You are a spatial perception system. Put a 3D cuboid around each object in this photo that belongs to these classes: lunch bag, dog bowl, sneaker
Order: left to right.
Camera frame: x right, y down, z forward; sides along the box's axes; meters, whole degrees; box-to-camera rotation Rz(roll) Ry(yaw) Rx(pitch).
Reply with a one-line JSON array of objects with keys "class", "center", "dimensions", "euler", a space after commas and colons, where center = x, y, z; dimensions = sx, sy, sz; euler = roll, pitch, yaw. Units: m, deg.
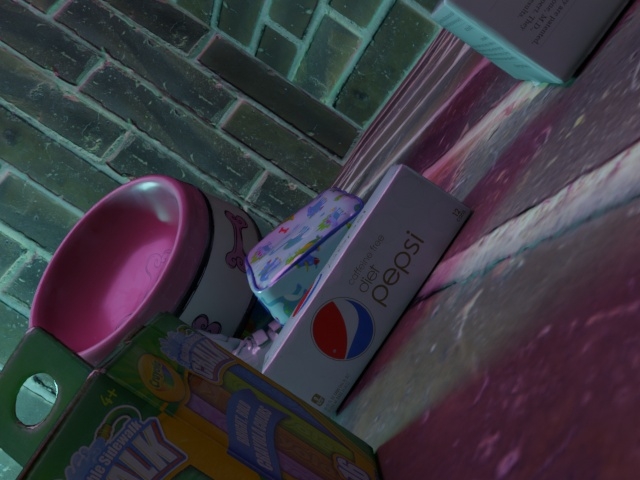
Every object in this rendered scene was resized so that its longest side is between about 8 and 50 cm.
[{"class": "dog bowl", "center": [-0.294, 0.071, 1.054], "dimensions": [0.408, 0.150, 0.408], "euler": [-22, 47, 25]}, {"class": "sneaker", "center": [-0.096, 0.133, 0.895], "dimensions": [0.256, 0.151, 0.094], "euler": [-56, 2, -14]}, {"class": "lunch bag", "center": [-0.010, 0.020, 0.826], "dimensions": [0.176, 0.090, 0.219], "euler": [-38, 15, -2]}]

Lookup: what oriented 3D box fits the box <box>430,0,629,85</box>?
[{"class": "box", "center": [0.197, -0.242, 0.565], "dimensions": [0.182, 0.119, 0.181], "euler": [-55, 4, 15]}]

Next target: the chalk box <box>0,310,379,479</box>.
[{"class": "chalk box", "center": [-0.087, 0.131, 0.353], "dimensions": [0.132, 0.213, 0.132], "euler": [-57, 4, 4]}]

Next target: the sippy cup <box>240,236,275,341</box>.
[{"class": "sippy cup", "center": [-0.136, 0.117, 1.153], "dimensions": [0.224, 0.240, 0.305], "euler": [-44, 52, 18]}]

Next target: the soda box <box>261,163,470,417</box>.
[{"class": "soda box", "center": [0.037, 0.041, 0.580], "dimensions": [0.216, 0.074, 0.069], "euler": [-56, 4, 3]}]
